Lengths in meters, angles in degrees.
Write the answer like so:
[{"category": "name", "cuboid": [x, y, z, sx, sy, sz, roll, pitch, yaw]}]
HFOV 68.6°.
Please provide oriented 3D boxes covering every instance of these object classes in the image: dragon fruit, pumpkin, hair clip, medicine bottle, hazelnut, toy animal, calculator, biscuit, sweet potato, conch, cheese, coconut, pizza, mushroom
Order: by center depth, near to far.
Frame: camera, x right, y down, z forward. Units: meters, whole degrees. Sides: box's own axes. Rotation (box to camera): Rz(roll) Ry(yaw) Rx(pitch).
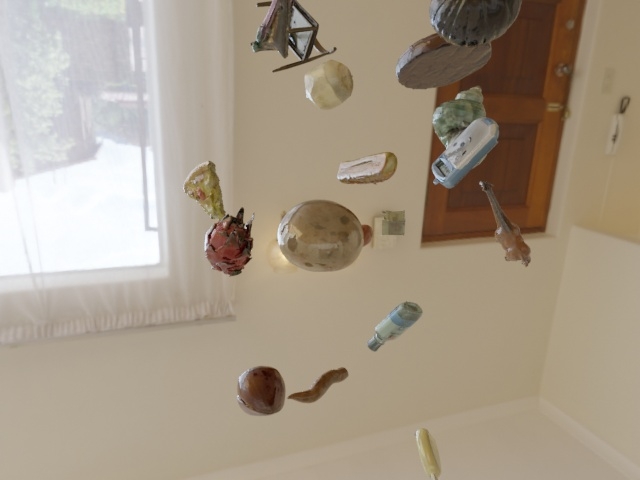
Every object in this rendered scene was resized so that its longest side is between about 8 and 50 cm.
[{"category": "hair clip", "cuboid": [-0.066, -0.591, 1.077, 0.110, 0.358, 0.095, -8, -128, -31]}, {"category": "calculator", "cuboid": [0.365, -0.221, 1.195, 0.039, 0.210, 0.121, 33, -156, -23]}, {"category": "toy animal", "cuboid": [0.501, -0.040, 1.286, 0.066, 0.224, 0.229, -28, 152, 9]}, {"category": "pumpkin", "cuboid": [0.438, -0.652, 1.342, 0.248, 0.247, 0.248, 2, -164, -1]}, {"category": "medicine bottle", "cuboid": [0.219, 0.266, 1.435, 0.090, 0.208, 0.053, 13, -141, -35]}, {"category": "cheese", "cuboid": [0.371, 0.760, 1.556, 0.054, 0.127, 0.251, -25, -148, 14]}, {"category": "conch", "cuboid": [0.479, -0.384, 1.584, 0.196, 0.277, 0.220, 12, -169, -30]}, {"category": "coconut", "cuboid": [0.023, -0.537, 1.632, 0.162, 0.160, 0.161, -9, -172, 34]}, {"category": "sweet potato", "cuboid": [0.000, 0.532, 1.706, 0.059, 0.067, 0.281, -24, 177, 42]}, {"category": "dragon fruit", "cuboid": [-0.337, 0.006, 1.758, 0.193, 0.273, 0.192, 10, -168, 10]}, {"category": "hazelnut", "cuboid": [-0.226, 0.593, 1.816, 0.208, 0.208, 0.208, 2, -164, -1]}, {"category": "mushroom", "cuboid": [0.000, 0.000, 1.971, 0.363, 0.294, 0.362, 3, -139, -2]}, {"category": "biscuit", "cuboid": [0.520, -0.774, 2.009, 0.408, 0.091, 0.407, -11, 174, -1]}, {"category": "pizza", "cuboid": [-0.501, -0.200, 2.099, 0.075, 0.287, 0.280, -23, 166, -46]}]

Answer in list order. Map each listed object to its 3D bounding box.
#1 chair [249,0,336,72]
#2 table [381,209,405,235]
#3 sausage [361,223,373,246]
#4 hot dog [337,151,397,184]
[{"category": "chair", "cuboid": [-0.081, -0.721, 1.628, 0.272, 0.166, 0.188, -23, -115, -31]}, {"category": "table", "cuboid": [0.268, -0.066, 1.732, 0.083, 0.079, 0.062, 0, -134, 7]}, {"category": "sausage", "cuboid": [0.139, 0.004, 2.238, 0.259, 0.113, 0.114, -25, -155, -19]}, {"category": "hot dog", "cuboid": [0.126, -0.196, 1.295, 0.061, 0.087, 0.286, 13, -177, -24]}]
